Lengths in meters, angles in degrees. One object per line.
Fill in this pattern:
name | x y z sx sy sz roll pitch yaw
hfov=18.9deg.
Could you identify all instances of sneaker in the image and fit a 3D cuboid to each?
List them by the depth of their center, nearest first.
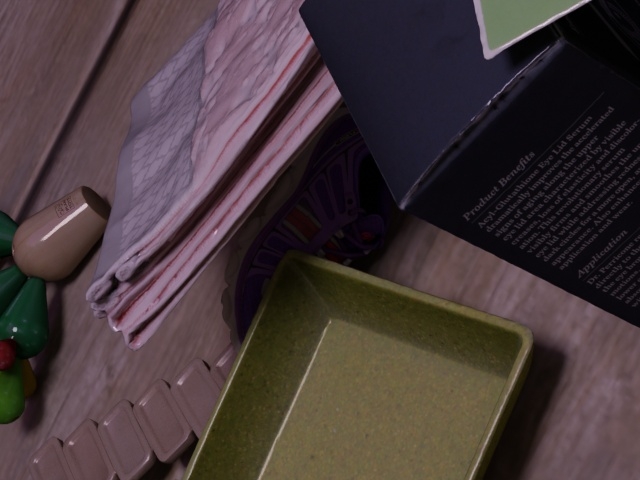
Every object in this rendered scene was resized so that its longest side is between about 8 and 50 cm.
sneaker | 0.000 0.000 1.129 0.071 0.068 0.170 19 81 39

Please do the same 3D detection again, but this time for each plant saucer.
plant saucer | 0.020 0.117 1.041 0.188 0.045 0.188 18 81 44

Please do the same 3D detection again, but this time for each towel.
towel | -0.023 -0.129 1.131 0.317 0.053 0.332 -50 16 21

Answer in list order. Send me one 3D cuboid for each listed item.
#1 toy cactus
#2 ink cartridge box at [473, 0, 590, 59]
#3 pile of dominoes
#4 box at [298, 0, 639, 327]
toy cactus | -0.230 0.023 1.372 0.180 0.112 0.219 -40 35 14
ink cartridge box | 0.170 -0.174 0.809 0.235 0.056 0.171 -30 42 25
pile of dominoes | -0.077 0.170 1.172 0.251 0.040 0.196 -29 48 26
box | 0.113 -0.065 0.921 0.108 0.207 0.153 -46 42 22
